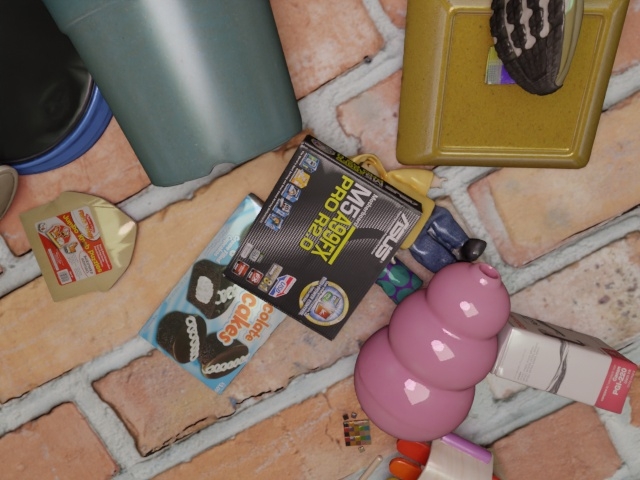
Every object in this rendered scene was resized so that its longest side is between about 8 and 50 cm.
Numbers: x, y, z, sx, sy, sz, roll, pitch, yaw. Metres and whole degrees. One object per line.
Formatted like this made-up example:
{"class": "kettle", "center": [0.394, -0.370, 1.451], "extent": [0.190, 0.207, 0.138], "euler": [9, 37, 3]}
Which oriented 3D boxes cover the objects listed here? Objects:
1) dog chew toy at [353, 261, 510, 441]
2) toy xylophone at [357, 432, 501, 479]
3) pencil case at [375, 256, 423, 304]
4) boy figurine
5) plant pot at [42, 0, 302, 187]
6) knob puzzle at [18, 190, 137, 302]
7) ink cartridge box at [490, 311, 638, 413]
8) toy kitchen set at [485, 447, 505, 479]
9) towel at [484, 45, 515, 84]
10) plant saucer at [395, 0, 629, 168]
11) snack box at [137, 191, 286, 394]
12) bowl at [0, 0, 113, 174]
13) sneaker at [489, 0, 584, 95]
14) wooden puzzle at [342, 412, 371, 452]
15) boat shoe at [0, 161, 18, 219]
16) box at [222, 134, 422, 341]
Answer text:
{"class": "dog chew toy", "center": [0.189, 0.171, 1.017], "extent": [0.207, 0.206, 0.331], "euler": [24, 121, -3]}
{"class": "toy xylophone", "center": [0.161, 0.465, 1.123], "extent": [0.236, 0.081, 0.322], "euler": [33, 116, -5]}
{"class": "pencil case", "center": [0.104, 0.049, 1.099], "extent": [0.152, 0.064, 0.070], "euler": [42, 135, -5]}
{"class": "boy figurine", "center": [0.145, -0.054, 1.059], "extent": [0.285, 0.092, 0.177], "euler": [41, 79, -10]}
{"class": "plant pot", "center": [-0.198, -0.278, 0.934], "extent": [0.341, 0.341, 0.333], "euler": [-19, 108, 5]}
{"class": "knob puzzle", "center": [-0.415, 0.001, 1.125], "extent": [0.213, 0.030, 0.213], "euler": [0, 100, 2]}
{"class": "ink cartridge box", "center": [0.390, 0.196, 1.068], "extent": [0.218, 0.158, 0.092], "euler": [16, 98, -1]}
{"class": "toy kitchen set", "center": [0.301, 0.443, 1.167], "extent": [0.075, 0.083, 0.068], "euler": [-14, 141, 5]}
{"class": "towel", "center": [0.285, -0.256, 0.915], "extent": [0.083, 0.009, 0.060], "euler": [1, 123, 2]}
{"class": "plant saucer", "center": [0.295, -0.249, 0.973], "extent": [0.333, 0.081, 0.332], "euler": [2, 122, 2]}
{"class": "snack box", "center": [-0.151, 0.096, 1.118], "extent": [0.187, 0.060, 0.322], "euler": [38, 99, -5]}
{"class": "bowl", "center": [-0.534, -0.301, 1.049], "extent": [0.392, 0.077, 0.390], "euler": [0, 101, 2]}
{"class": "sneaker", "center": [0.347, -0.386, 0.827], "extent": [0.182, 0.158, 0.409], "euler": [9, 84, -15]}
{"class": "wooden puzzle", "center": [0.069, 0.363, 1.188], "extent": [0.050, 0.006, 0.083], "euler": [-5, 100, 3]}
{"class": "boat shoe", "center": [-0.638, -0.030, 1.070], "extent": [0.113, 0.127, 0.340], "euler": [45, 119, 2]}
{"class": "box", "center": [0.000, 0.000, 1.008], "extent": [0.216, 0.060, 0.270], "euler": [32, 111, -4]}
